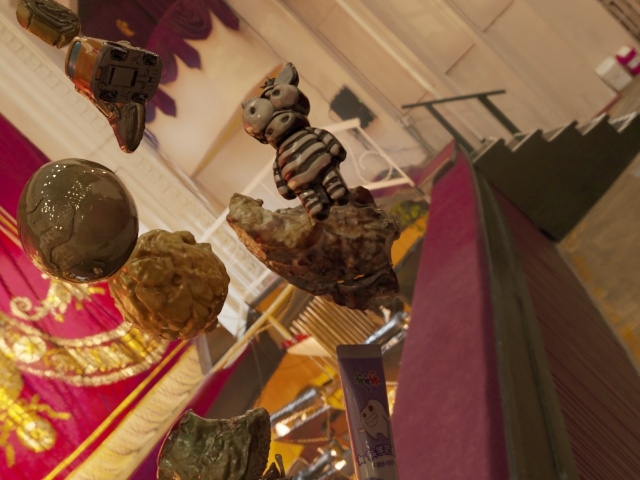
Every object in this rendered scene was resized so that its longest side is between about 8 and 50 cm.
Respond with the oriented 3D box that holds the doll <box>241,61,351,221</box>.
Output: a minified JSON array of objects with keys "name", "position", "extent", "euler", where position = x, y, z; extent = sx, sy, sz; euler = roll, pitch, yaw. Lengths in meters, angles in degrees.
[{"name":"doll","position":[-0.033,-0.119,0.659],"extent":[0.091,0.219,0.067],"euler":[-37,-31,16]}]

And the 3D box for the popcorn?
[{"name":"popcorn","position":[-0.466,0.145,1.742],"extent":[0.354,0.343,0.390],"euler":[-27,-9,12]}]

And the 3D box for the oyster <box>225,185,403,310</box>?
[{"name":"oyster","position":[0.001,-0.004,0.960],"extent":[0.271,0.275,0.100],"euler":[-21,-23,-13]}]

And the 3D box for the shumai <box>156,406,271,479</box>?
[{"name":"shumai","position":[-0.341,0.700,1.800],"extent":[0.324,0.324,0.396],"euler":[30,-107,-84]}]

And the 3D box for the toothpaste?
[{"name":"toothpaste","position":[0.096,0.385,1.094],"extent":[0.125,0.370,0.080],"euler":[8,-26,-37]}]

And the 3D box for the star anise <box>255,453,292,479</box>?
[{"name":"star anise","position":[-0.146,0.697,1.540],"extent":[0.209,0.089,0.231],"euler":[1,38,51]}]

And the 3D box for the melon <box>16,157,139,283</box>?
[{"name":"melon","position":[-0.555,-0.040,1.317],"extent":[0.269,0.330,0.268],"euler":[-19,-44,-19]}]

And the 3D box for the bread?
[{"name":"bread","position":[-0.708,-0.574,1.476],"extent":[0.064,0.156,0.117],"euler":[-35,44,40]}]

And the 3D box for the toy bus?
[{"name":"toy bus","position":[-0.469,-0.389,1.284],"extent":[0.209,0.136,0.126],"euler":[-25,-39,-65]}]

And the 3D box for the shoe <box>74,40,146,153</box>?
[{"name":"shoe","position":[-0.619,-0.421,1.652],"extent":[0.171,0.336,0.132],"euler":[-7,-1,-38]}]
